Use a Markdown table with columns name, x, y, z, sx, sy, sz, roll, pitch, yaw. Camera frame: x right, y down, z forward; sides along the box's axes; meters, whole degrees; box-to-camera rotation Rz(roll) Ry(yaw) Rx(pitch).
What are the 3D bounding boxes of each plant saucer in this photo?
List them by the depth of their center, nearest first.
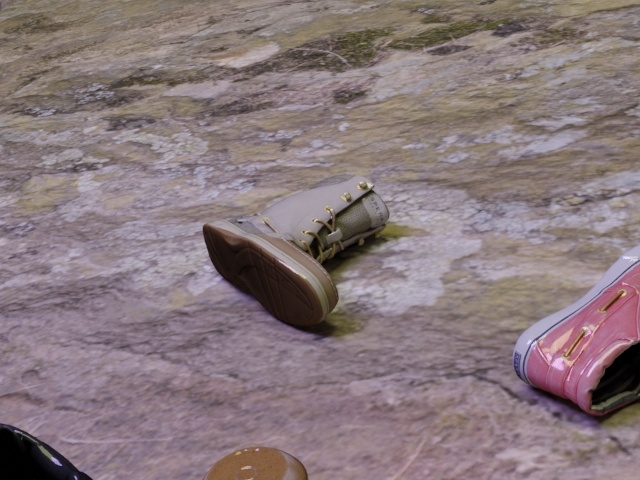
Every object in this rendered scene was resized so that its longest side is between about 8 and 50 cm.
| name | x | y | z | sx | sy | sz | roll | pitch | yaw |
| --- | --- | --- | --- | --- | --- | --- | --- | --- | --- |
| plant saucer | -0.051 | 0.172 | 0.760 | 0.083 | 0.015 | 0.083 | -10 | 26 | 5 |

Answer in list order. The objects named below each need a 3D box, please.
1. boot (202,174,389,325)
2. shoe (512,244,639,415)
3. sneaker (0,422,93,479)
| name | x | y | z | sx | sy | sz | roll | pitch | yaw |
| --- | --- | --- | --- | --- | --- | --- | --- | --- | --- |
| boot | 0.000 | 0.000 | 1.012 | 0.165 | 0.077 | 0.213 | -23 | 25 | -23 |
| shoe | 0.234 | 0.065 | 0.791 | 0.178 | 0.064 | 0.081 | -30 | 32 | -21 |
| sneaker | -0.223 | 0.166 | 0.729 | 0.283 | 0.124 | 0.107 | 10 | 34 | 40 |
